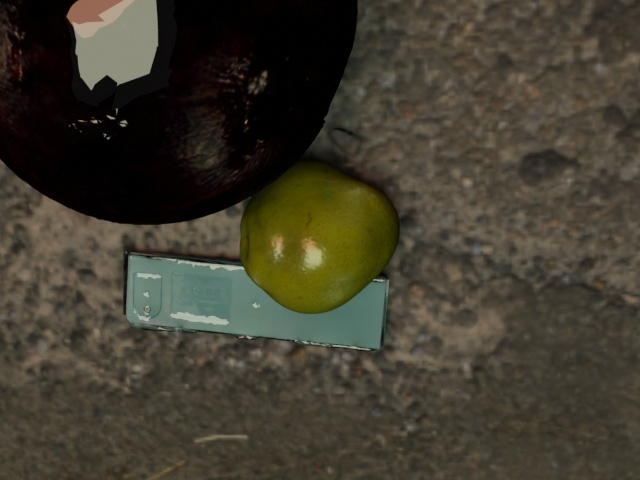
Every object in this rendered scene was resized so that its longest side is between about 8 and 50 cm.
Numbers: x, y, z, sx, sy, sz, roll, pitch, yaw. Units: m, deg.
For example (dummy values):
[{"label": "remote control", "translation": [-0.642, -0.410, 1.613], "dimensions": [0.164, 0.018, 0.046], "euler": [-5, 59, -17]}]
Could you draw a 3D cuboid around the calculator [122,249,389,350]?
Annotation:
[{"label": "calculator", "translation": [-0.043, 0.039, 0.717], "dimensions": [0.172, 0.018, 0.057], "euler": [5, 115, 5]}]

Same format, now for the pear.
[{"label": "pear", "translation": [0.000, 0.000, 0.659], "dimensions": [0.097, 0.092, 0.092], "euler": [1, 115, -13]}]

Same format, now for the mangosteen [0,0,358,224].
[{"label": "mangosteen", "translation": [-0.105, -0.125, 0.572], "dimensions": [0.250, 0.211, 0.211], "euler": [29, 118, 28]}]
